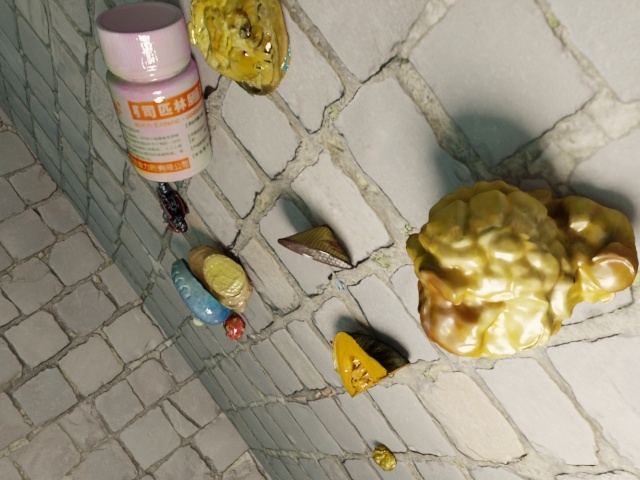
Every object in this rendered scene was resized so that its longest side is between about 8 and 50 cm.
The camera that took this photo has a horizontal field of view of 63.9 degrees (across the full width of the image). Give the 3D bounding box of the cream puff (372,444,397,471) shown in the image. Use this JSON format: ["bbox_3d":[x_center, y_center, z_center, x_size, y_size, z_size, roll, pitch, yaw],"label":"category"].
[{"bbox_3d":[0.203,0.682,1.613,0.058,0.083,0.083,-40,70,15],"label":"cream puff"}]

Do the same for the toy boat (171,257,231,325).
[{"bbox_3d":[-0.440,0.199,1.839,0.330,0.123,0.215,40,176,44],"label":"toy boat"}]

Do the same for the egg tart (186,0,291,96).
[{"bbox_3d":[-0.178,-0.411,1.019,0.290,0.107,0.291,34,143,31],"label":"egg tart"}]

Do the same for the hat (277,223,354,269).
[{"bbox_3d":[0.000,0.000,1.209,0.193,0.082,0.193,19,172,3],"label":"hat"}]

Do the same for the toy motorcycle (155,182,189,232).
[{"bbox_3d":[-0.518,-0.115,1.795,0.213,0.082,0.122,63,150,8],"label":"toy motorcycle"}]

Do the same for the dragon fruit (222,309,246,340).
[{"bbox_3d":[-0.329,0.322,1.959,0.081,0.086,0.116,-52,36,35],"label":"dragon fruit"}]

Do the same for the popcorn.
[{"bbox_3d":[0.272,0.032,0.754,0.332,0.225,0.265,-23,113,36],"label":"popcorn"}]

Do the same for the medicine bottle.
[{"bbox_3d":[-0.398,-0.356,1.264,0.219,0.219,0.388,33,142,31],"label":"medicine bottle"}]

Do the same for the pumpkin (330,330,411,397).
[{"bbox_3d":[0.124,0.282,1.305,0.163,0.111,0.278,63,153,17],"label":"pumpkin"}]

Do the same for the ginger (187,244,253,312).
[{"bbox_3d":[-0.335,0.125,1.734,0.276,0.130,0.221,53,159,0],"label":"ginger"}]

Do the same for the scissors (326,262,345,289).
[{"bbox_3d":[0.036,0.091,1.309,0.036,0.006,0.083,-14,108,59],"label":"scissors"}]
